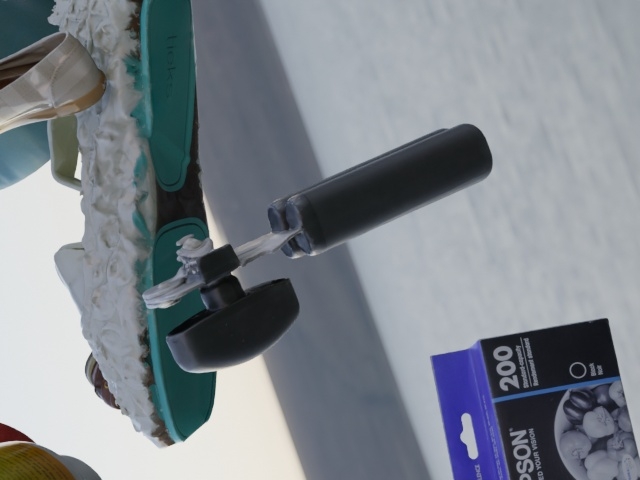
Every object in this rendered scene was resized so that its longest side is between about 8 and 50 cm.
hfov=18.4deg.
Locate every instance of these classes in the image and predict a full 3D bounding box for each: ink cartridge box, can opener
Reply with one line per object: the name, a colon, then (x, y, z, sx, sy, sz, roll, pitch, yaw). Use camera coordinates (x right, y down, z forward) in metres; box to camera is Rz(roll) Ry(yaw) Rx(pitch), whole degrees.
ink cartridge box: (0.241, 0.202, 2.204, 0.045, 0.208, 0.206, 79, 180, -72)
can opener: (0.000, 0.000, 1.404, 0.093, 0.280, 0.074, 64, 160, -9)

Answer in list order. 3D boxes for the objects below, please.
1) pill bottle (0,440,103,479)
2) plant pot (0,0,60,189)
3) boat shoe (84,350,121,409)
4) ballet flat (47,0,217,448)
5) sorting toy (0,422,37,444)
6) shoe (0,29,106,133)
pill bottle: (-0.222, 0.195, 1.271, 0.215, 0.117, 0.117, -9, -102, -65)
plant pot: (-0.396, -0.232, 2.121, 0.235, 0.293, 0.293, 36, -157, -39)
boat shoe: (-0.153, 0.080, 1.816, 0.064, 0.178, 0.060, 21, -160, -33)
ballet flat: (-0.165, -0.030, 1.685, 0.147, 0.147, 0.409, -108, 17, -89)
sorting toy: (-0.295, 0.325, 1.742, 0.126, 0.127, 0.366, -90, 0, -49)
shoe: (-0.284, -0.112, 1.602, 0.076, 0.219, 0.058, -102, -11, -46)
